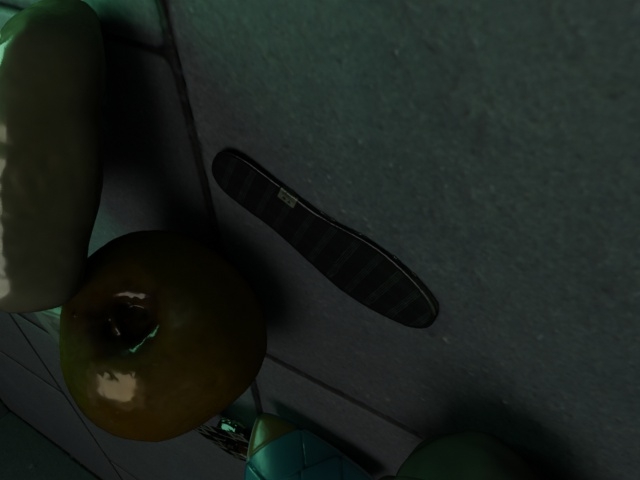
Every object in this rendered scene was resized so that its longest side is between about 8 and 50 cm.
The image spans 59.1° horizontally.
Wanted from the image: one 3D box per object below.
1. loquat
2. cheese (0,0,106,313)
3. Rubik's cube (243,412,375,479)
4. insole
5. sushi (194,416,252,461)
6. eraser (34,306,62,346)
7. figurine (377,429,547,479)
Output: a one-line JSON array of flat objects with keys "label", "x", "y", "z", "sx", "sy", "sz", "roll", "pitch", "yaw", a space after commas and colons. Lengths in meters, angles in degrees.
[{"label": "loquat", "x": -0.203, "y": 0.126, "z": 0.760, "sx": 0.274, "sy": 0.275, "sz": 0.275, "roll": 24, "pitch": 140, "yaw": 22}, {"label": "cheese", "x": -0.339, "y": -0.135, "z": 0.678, "sx": 0.351, "sy": 0.129, "sz": 0.328, "roll": 50, "pitch": 126, "yaw": 49}, {"label": "Rubik's cube", "x": -0.024, "y": 0.396, "z": 0.964, "sx": 0.254, "sy": 0.254, "sz": 0.254, "roll": 24, "pitch": 140, "yaw": 22}, {"label": "insole", "x": 0.000, "y": 0.000, "z": 0.641, "sx": 0.309, "sy": 0.012, "sz": 0.110, "roll": 39, "pitch": 145, "yaw": 3}, {"label": "sushi", "x": -0.165, "y": 0.409, "z": 1.169, "sx": 0.192, "sy": 0.040, "sz": 0.210, "roll": -1, "pitch": 140, "yaw": 36}, {"label": "eraser", "x": -0.441, "y": 0.214, "z": 1.190, "sx": 0.396, "sy": 0.082, "sz": 0.213, "roll": 7, "pitch": 131, "yaw": 37}, {"label": "figurine", "x": 0.234, "y": 0.342, "z": 0.643, "sx": 0.380, "sy": 0.203, "sz": 0.248, "roll": 15, "pitch": 163, "yaw": 7}]
